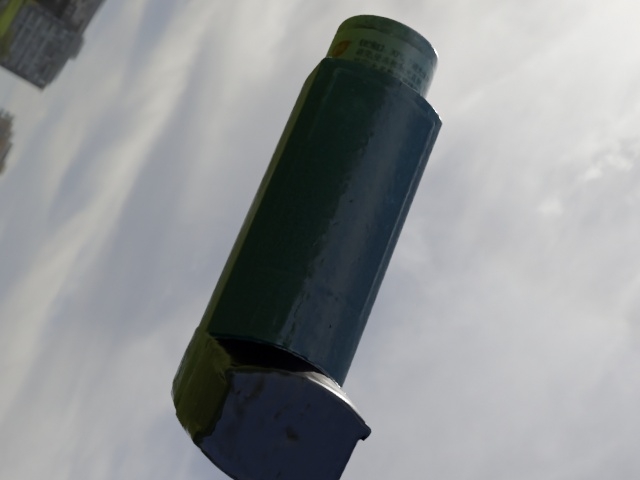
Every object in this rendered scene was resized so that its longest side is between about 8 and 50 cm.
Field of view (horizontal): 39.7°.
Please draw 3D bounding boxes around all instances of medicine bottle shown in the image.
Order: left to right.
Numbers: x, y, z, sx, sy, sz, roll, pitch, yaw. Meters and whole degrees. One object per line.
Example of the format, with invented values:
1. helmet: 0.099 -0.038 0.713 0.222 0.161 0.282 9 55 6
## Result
1. medicine bottle: 0.000 0.000 0.459 0.124 0.079 0.258 -27 -140 67
